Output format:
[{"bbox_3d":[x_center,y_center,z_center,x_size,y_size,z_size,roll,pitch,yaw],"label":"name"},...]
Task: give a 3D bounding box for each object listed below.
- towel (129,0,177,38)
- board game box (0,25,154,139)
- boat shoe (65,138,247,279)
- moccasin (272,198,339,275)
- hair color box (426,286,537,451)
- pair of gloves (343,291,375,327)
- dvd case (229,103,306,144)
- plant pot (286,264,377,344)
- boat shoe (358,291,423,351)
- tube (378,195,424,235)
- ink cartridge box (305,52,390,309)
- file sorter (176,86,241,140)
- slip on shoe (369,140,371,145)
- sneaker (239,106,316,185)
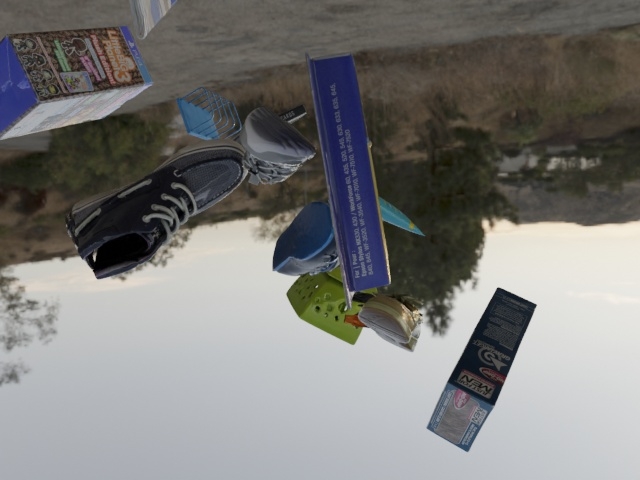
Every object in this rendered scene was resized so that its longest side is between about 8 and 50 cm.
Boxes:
[{"bbox_3d":[-0.417,-0.655,1.450,0.034,0.209,0.285,7,-139,4],"label":"towel"},{"bbox_3d":[-0.569,-0.350,1.274,0.232,0.141,0.291,-17,-170,38],"label":"board game box"},{"bbox_3d":[-0.262,-0.050,0.990,0.341,0.127,0.158,-29,-141,-6],"label":"boat shoe"},{"bbox_3d":[0.000,0.000,1.182,0.117,0.137,0.342,14,167,-18],"label":"moccasin"},{"bbox_3d":[0.366,0.277,1.294,0.105,0.173,0.347,26,-138,19],"label":"hair color box"},{"bbox_3d":[0.094,0.151,1.257,0.074,0.083,0.010,9,150,19],"label":"pair of gloves"},{"bbox_3d":[-0.159,-0.239,1.350,0.179,0.029,0.239,-34,-170,-32],"label":"dvd case"},{"bbox_3d":[0.045,0.179,1.919,0.228,0.207,0.227,29,-173,-21],"label":"plant pot"},{"bbox_3d":[0.144,0.142,1.104,0.105,0.089,0.285,25,169,19],"label":"boat shoe"},{"bbox_3d":[0.191,-0.064,1.508,0.207,0.052,0.080,24,-154,-41],"label":"tube"},{"bbox_3d":[0.043,-0.095,0.802,0.072,0.303,0.307,-10,-169,2],"label":"ink cartridge box"},{"bbox_3d":[-0.341,-0.389,1.790,0.105,0.118,0.170,-25,169,20],"label":"file sorter"},{"bbox_3d":[0.104,-0.243,1.613,0.051,0.041,0.135,-13,-141,46],"label":"slip on shoe"},{"bbox_3d":[-0.074,-0.129,0.920,0.105,0.115,0.281,41,-172,4],"label":"sneaker"}]
